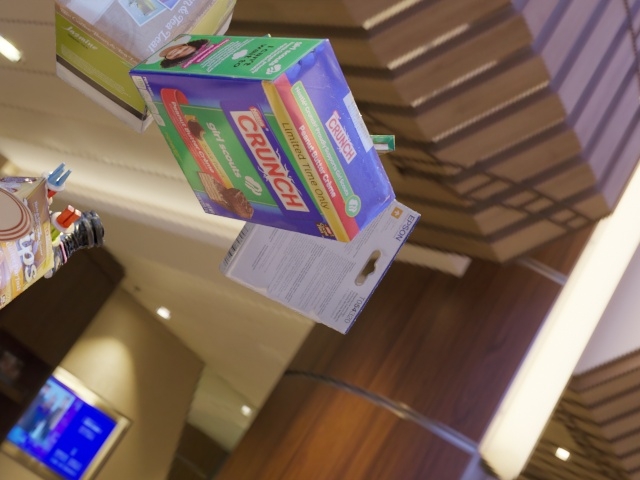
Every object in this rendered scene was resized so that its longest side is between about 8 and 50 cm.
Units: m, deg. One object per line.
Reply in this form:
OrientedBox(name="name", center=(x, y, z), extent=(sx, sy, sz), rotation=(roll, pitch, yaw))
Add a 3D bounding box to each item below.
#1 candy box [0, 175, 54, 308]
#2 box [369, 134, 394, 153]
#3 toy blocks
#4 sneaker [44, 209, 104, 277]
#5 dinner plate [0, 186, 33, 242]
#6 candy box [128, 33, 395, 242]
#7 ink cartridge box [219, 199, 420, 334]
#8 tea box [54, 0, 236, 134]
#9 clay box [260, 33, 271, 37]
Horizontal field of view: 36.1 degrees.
OrientedBox(name="candy box", center=(-0.576, 0.011, 1.726), extent=(0.088, 0.182, 0.316), rotation=(3, 18, 9))
OrientedBox(name="box", center=(0.114, -0.244, 2.563), extent=(0.105, 0.043, 0.179), rotation=(-1, 0, -16))
OrientedBox(name="toy blocks", center=(-0.525, -0.074, 1.958), extent=(0.148, 0.054, 0.123), rotation=(-41, -93, 29))
OrientedBox(name="sneaker", center=(-0.592, -0.003, 2.341), extent=(0.295, 0.147, 0.104), rotation=(-111, -163, -65))
OrientedBox(name="dinner plate", center=(-0.472, -0.045, 1.380), extent=(0.141, 0.017, 0.141), rotation=(6, -37, 4))
OrientedBox(name="candy box", center=(-0.084, -0.148, 1.382), extent=(0.317, 0.122, 0.268), rotation=(11, -42, 43))
OrientedBox(name="ink cartridge box", center=(0.000, 0.000, 2.130), extent=(0.330, 0.324, 0.071), rotation=(29, 7, -28))
OrientedBox(name="tea box", center=(-0.331, -0.440, 1.916), extent=(0.220, 0.329, 0.323), rotation=(35, -22, -3))
OrientedBox(name="clay box", center=(-0.141, -0.267, 1.688), extent=(0.053, 0.222, 0.127), rotation=(64, 5, -66))
